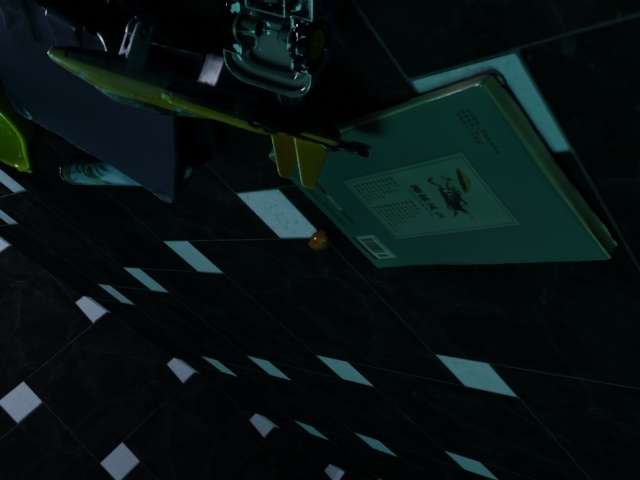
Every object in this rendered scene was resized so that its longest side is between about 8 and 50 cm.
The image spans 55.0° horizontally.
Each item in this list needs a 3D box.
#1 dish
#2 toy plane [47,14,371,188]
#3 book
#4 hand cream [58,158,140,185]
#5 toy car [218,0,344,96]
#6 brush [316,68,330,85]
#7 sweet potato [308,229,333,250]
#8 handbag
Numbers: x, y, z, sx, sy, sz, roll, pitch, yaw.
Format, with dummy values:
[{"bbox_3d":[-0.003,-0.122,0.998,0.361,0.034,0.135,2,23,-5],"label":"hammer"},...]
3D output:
[{"bbox_3d":[-0.597,-0.251,1.130,0.221,0.108,0.262,31,154,1],"label":"dish"},{"bbox_3d":[-0.109,-0.153,0.630,0.316,0.103,0.204,21,-174,-41],"label":"toy plane"},{"bbox_3d":[0.124,-0.054,0.755,0.264,0.031,0.379,44,153,-26],"label":"book"},{"bbox_3d":[-0.441,-0.141,1.240,0.256,0.055,0.088,3,148,35],"label":"hand cream"},{"bbox_3d":[-0.029,-0.232,0.532,0.097,0.100,0.191,22,135,20],"label":"toy car"},{"bbox_3d":[-0.056,-0.234,0.641,0.063,0.016,0.193,7,146,41],"label":"brush"},{"bbox_3d":[0.000,0.000,1.004,0.034,0.034,0.095,37,166,-12],"label":"sweet potato"},{"bbox_3d":[-0.284,-0.219,0.810,0.303,0.122,0.329,32,157,3],"label":"handbag"}]
